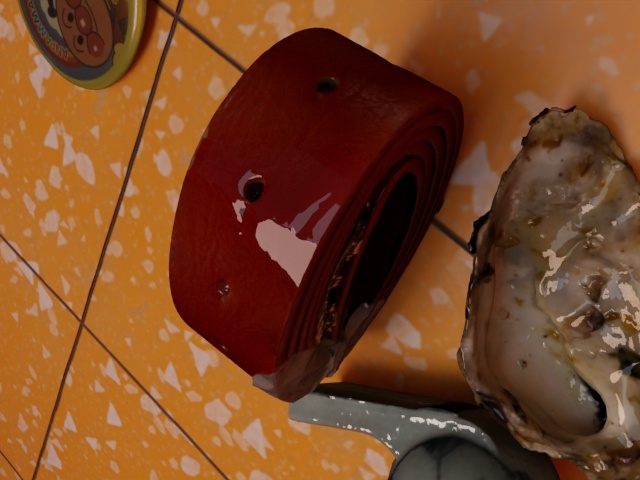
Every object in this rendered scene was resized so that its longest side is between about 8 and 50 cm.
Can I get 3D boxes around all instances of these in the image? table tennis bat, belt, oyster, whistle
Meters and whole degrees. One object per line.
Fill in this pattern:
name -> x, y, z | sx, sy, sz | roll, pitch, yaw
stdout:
table tennis bat -> -0.237, -0.313, 0.656 | 0.369, 0.054, 0.224 | -33, 87, 42
belt -> 0.000, 0.000, 0.496 | 0.115, 0.227, 0.323 | 36, 143, 20
oyster -> 0.194, 0.048, 0.476 | 0.166, 0.094, 0.294 | 5, 100, 14
whistle -> 0.102, 0.221, 0.549 | 0.290, 0.163, 0.163 | 0, 106, 36
